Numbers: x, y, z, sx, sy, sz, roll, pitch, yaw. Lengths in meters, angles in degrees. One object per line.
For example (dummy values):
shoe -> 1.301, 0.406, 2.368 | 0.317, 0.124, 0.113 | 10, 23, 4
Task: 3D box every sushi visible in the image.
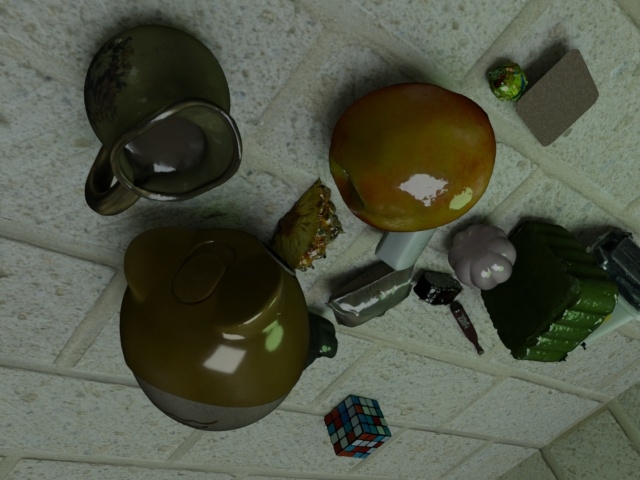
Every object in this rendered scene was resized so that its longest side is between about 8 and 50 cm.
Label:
sushi -> 0.336, 0.139, 1.722 | 0.151, 0.090, 0.078 | 3, 125, -41

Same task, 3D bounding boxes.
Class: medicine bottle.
medicine bottle -> 0.243, -0.073, 1.436 | 0.161, 0.111, 0.296 | -36, 158, -49

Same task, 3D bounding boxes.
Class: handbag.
handbag -> 0.143, 0.151, 1.640 | 0.271, 0.117, 0.182 | -26, 153, -8

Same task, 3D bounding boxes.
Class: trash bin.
trash bin -> 0.847, 0.168, 1.842 | 0.296, 0.256, 0.367 | -29, 160, -43

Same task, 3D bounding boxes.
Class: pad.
pad -> 0.544, -0.317, 1.365 | 0.176, 0.002, 0.266 | -46, 146, 16

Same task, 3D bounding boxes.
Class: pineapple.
pineapple -> -0.004, 0.004, 1.417 | 0.164, 0.139, 0.249 | 24, 118, -40

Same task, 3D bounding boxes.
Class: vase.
vase -> -0.288, -0.171, 0.997 | 0.329, 0.302, 0.241 | -42, 135, 21

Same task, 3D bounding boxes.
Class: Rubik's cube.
Rubik's cube -> 0.131, 0.660, 2.115 | 0.151, 0.154, 0.155 | 21, 123, -38

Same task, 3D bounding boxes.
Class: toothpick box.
toothpick box -> -0.223, 0.178, 1.305 | 0.410, 0.408, 0.425 | -13, 142, -10

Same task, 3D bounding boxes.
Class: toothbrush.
toothbrush -> 0.497, 0.302, 1.993 | 0.041, 0.040, 0.364 | -30, 137, 8

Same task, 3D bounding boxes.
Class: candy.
candy -> 0.458, -0.315, 1.343 | 0.077, 0.073, 0.262 | -43, 140, 22

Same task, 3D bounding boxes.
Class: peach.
peach -> 0.189, -0.168, 1.194 | 0.333, 0.307, 0.307 | -23, 137, -3

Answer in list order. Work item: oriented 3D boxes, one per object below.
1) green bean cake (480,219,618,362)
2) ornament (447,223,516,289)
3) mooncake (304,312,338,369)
green bean cake -> 0.637, 0.148, 1.679 | 0.218, 0.334, 0.319 | 6, 133, -26
ornament -> 0.437, 0.046, 1.615 | 0.178, 0.177, 0.177 | -12, 136, -11
mooncake -> -0.030, 0.291, 1.668 | 0.104, 0.175, 0.168 | 31, 74, -37
